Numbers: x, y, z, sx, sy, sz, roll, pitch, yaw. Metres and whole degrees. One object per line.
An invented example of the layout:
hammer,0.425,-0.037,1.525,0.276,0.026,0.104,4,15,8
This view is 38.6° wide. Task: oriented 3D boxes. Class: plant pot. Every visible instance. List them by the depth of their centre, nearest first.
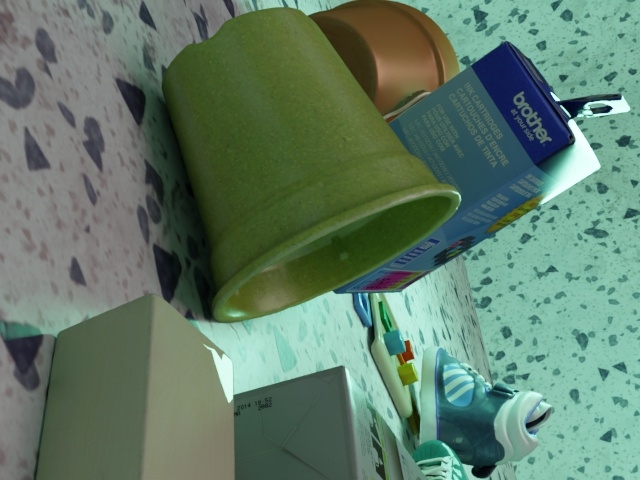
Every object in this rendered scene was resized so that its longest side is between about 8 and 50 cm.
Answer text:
plant pot,-0.034,-0.088,0.950,0.253,0.276,0.276,64,11,14
plant pot,0.044,-0.232,1.393,0.203,0.291,0.290,-9,82,-61

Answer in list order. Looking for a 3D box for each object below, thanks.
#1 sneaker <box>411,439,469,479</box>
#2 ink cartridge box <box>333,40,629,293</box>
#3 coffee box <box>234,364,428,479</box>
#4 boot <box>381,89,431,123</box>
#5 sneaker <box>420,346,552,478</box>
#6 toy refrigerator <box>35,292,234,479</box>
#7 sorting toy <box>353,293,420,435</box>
sneaker,0.179,0.414,1.424,0.302,0.108,0.121,-86,159,-54
ink cartridge box,0.187,-0.092,1.155,0.151,0.395,0.270,59,19,14
coffee box,0.000,0.243,0.790,0.297,0.168,0.118,56,21,-48
boot,0.127,-0.149,1.273,0.085,0.158,0.059,30,-26,41
sneaker,0.307,0.306,1.705,0.323,0.236,0.130,-70,159,-67
toy refrigerator,-0.118,0.177,0.569,0.102,0.094,0.269,50,25,-43
sorting toy,0.140,0.199,1.673,0.196,0.047,0.347,-84,154,-59
